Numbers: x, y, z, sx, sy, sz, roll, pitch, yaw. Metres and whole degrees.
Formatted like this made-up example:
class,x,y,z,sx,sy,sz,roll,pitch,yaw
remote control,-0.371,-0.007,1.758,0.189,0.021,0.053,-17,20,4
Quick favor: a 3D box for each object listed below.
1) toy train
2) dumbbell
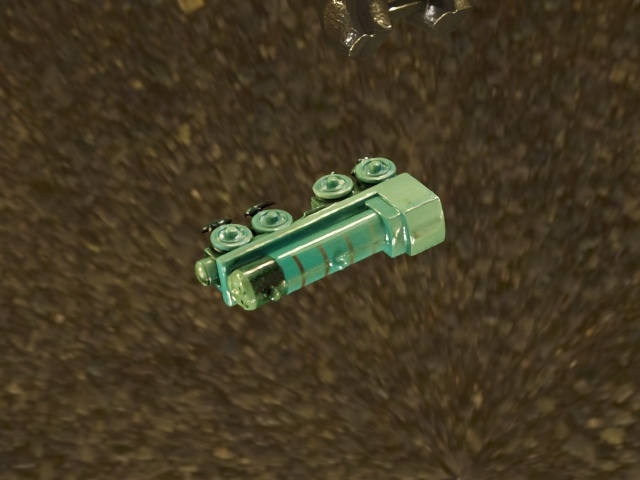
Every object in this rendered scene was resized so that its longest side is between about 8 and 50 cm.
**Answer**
class,x,y,z,sx,sy,sz,roll,pitch,yaw
toy train,0.000,0.000,0.671,0.092,0.029,0.045,-24,37,-22
dumbbell,0.038,-0.115,0.908,0.083,0.036,0.040,-20,100,-41
